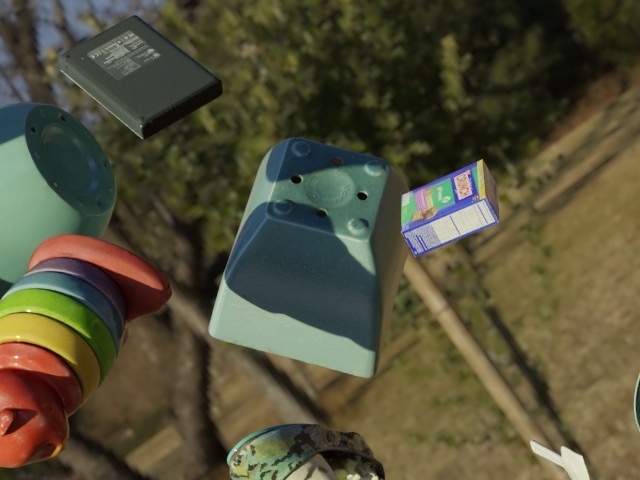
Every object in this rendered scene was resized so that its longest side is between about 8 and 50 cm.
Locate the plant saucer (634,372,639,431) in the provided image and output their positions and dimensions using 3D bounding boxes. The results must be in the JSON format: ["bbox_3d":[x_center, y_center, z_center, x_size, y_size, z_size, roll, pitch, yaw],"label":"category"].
[{"bbox_3d":[0.429,0.153,1.892,0.195,0.195,0.037,-35,30,-8],"label":"plant saucer"}]

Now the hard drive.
[{"bbox_3d":[-0.170,-0.156,1.570,0.094,0.135,0.022,-33,-38,-25],"label":"hard drive"}]

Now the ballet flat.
[{"bbox_3d":[-0.002,0.176,1.269,0.070,0.070,0.188,-37,-20,21],"label":"ballet flat"}]

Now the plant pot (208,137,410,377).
[{"bbox_3d":[0.000,0.000,2.316,0.252,0.247,0.248,101,-176,-55],"label":"plant pot"}]

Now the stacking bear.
[{"bbox_3d":[-0.314,0.141,1.913,0.175,0.164,0.289,-42,17,40],"label":"stacking bear"}]

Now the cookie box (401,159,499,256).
[{"bbox_3d":[0.148,-0.038,1.917,0.107,0.040,0.092,-23,27,16],"label":"cookie box"}]

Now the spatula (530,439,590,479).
[{"bbox_3d":[0.311,0.328,2.055,0.019,0.168,0.242,-22,3,-7],"label":"spatula"}]

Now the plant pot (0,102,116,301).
[{"bbox_3d":[-0.435,-0.060,2.375,0.235,0.293,0.293,-32,-2,26],"label":"plant pot"}]
